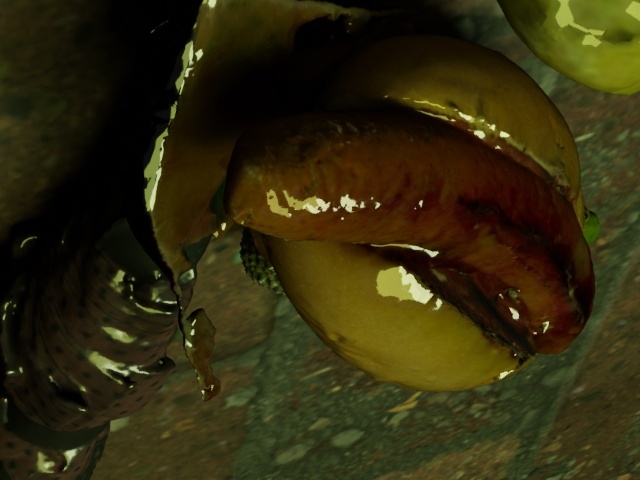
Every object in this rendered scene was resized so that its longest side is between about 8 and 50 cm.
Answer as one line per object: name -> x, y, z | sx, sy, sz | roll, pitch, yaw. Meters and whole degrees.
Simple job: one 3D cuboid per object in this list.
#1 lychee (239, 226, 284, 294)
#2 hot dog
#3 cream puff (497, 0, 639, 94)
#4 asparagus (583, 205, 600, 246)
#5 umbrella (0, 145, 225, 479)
lychee -> 0.000, 0.000, 0.861 | 0.083, 0.068, 0.067 | -8, 120, 2
hot dog -> 0.044, -0.001, 0.763 | 0.326, 0.107, 0.194 | 4, 105, -56
cream puff -> 0.137, -0.191, 0.490 | 0.274, 0.323, 0.270 | -22, 127, 39
asparagus -> 0.098, -0.006, 0.967 | 0.165, 0.030, 0.036 | -1, 170, -39
umbrella -> -0.126, 0.061, 0.835 | 0.094, 0.090, 0.326 | -2, 143, -32
